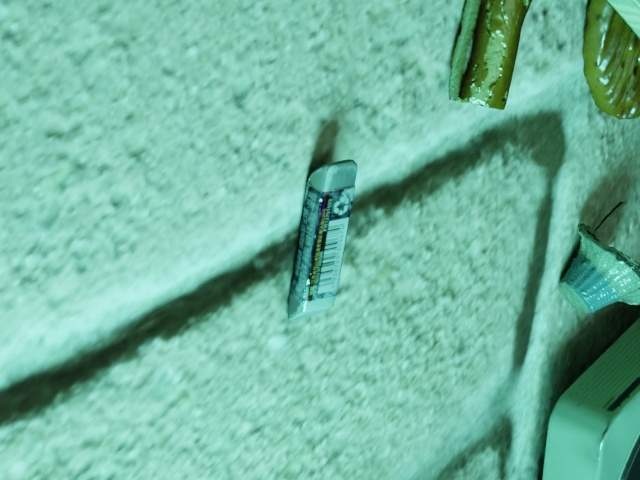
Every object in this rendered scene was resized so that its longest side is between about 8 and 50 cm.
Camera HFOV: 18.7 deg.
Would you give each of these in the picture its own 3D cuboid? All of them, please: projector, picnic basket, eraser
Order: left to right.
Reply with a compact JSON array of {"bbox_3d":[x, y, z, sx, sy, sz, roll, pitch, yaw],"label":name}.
[{"bbox_3d":[0.000,0.000,1.073,0.027,0.019,0.099,-12,120,-39],"label":"eraser"},{"bbox_3d":[0.212,0.017,1.396,0.083,0.065,0.083,-42,141,-10],"label":"picnic basket"},{"bbox_3d":[0.248,0.173,1.544,0.257,0.079,0.259,-36,138,-43],"label":"projector"}]

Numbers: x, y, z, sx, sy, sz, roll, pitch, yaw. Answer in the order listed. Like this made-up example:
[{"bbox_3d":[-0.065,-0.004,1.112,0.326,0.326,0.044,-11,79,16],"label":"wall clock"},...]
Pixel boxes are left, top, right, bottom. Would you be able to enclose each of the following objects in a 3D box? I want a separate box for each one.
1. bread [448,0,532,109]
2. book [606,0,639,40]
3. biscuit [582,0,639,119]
[{"bbox_3d":[0.101,-0.118,1.144,0.047,0.036,0.083,-12,119,-65],"label":"bread"},{"bbox_3d":[0.261,-0.238,1.275,0.371,0.043,0.260,31,75,-57],"label":"book"},{"bbox_3d":[0.236,-0.174,1.340,0.188,0.027,0.188,-37,138,-42],"label":"biscuit"}]
